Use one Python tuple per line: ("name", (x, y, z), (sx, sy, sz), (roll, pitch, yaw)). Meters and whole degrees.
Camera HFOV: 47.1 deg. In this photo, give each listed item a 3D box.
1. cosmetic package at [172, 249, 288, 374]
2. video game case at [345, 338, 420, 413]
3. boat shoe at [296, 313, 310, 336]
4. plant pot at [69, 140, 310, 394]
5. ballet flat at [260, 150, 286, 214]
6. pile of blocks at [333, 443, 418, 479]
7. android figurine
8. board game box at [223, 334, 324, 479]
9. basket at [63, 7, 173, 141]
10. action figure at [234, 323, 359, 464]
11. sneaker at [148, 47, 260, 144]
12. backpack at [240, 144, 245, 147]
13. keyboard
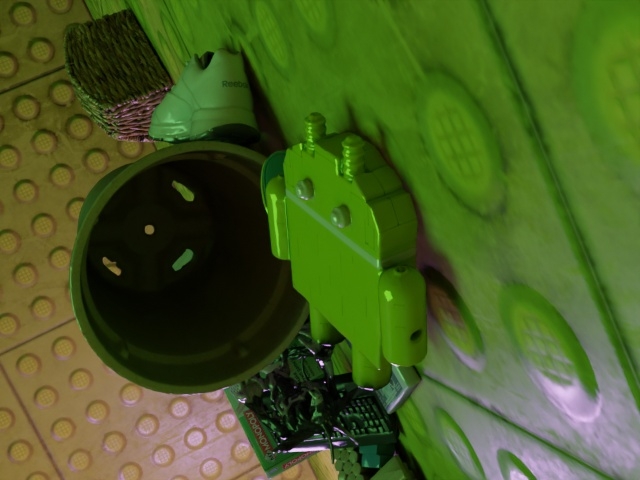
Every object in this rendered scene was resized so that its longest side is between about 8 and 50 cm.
("cosmetic package", (-0.188, 0.107, 1.451), (0.217, 0.156, 0.385), (26, 180, -20))
("video game case", (0.065, 0.134, 0.991), (0.183, 0.023, 0.201), (60, 168, 19))
("boat shoe", (-0.044, 0.152, 1.413), (0.049, 0.056, 0.152), (58, 168, 0))
("plant pot", (-0.215, 0.012, 1.066), (0.305, 0.334, 0.333), (23, 138, 60))
("ballet flat", (0.000, 0.000, 0.878), (0.231, 0.077, 0.077), (59, -176, 12))
("pile of blocks", (0.110, 0.387, 1.208), (0.113, 0.149, 0.362), (18, -146, -39))
("android figurine", (0.022, 0.011, 0.712), (0.248, 0.056, 0.272), (42, 145, 45))
("board game box", (-0.082, 0.305, 1.520), (0.317, 0.214, 0.046), (54, 165, 39))
("basket", (-0.495, -0.377, 1.825), (0.299, 0.214, 0.223), (58, 166, 24))
("action figure", (-0.057, 0.199, 1.082), (0.276, 0.164, 0.140), (38, 152, 33))
("sneaker", (-0.166, -0.198, 1.055), (0.297, 0.111, 0.129), (8, 97, 57))
("backpack", (-0.158, -0.120, 1.218), (0.120, 0.098, 0.101), (65, 163, -5))
("keyboard", (-0.017, 0.256, 1.213), (0.317, 0.033, 0.201), (-24, 92, 47))
